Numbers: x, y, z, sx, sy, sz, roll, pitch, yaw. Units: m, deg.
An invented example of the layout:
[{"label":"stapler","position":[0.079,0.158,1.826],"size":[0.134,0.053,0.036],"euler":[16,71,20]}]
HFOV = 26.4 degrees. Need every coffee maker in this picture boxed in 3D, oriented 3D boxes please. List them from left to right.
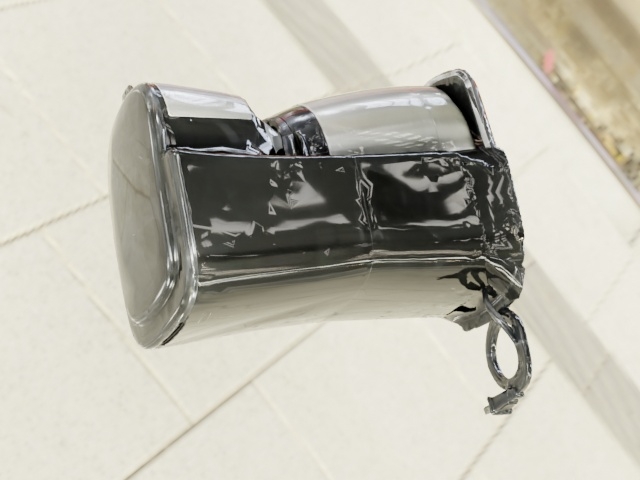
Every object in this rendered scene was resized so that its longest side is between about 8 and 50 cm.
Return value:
[{"label":"coffee maker","position":[0.000,0.000,0.654],"size":[0.178,0.120,0.171],"euler":[-6,49,-25]}]
